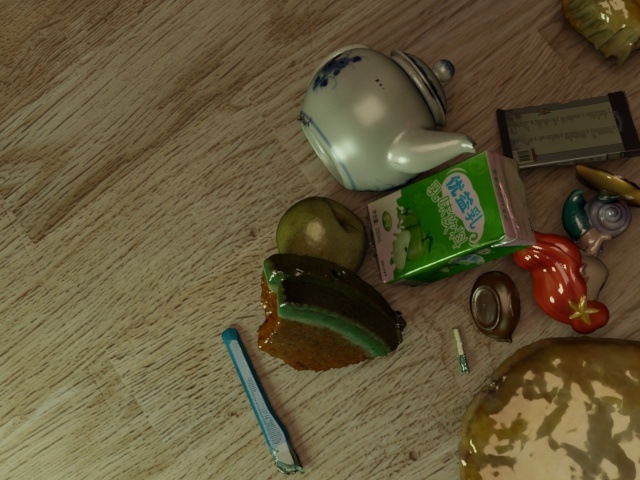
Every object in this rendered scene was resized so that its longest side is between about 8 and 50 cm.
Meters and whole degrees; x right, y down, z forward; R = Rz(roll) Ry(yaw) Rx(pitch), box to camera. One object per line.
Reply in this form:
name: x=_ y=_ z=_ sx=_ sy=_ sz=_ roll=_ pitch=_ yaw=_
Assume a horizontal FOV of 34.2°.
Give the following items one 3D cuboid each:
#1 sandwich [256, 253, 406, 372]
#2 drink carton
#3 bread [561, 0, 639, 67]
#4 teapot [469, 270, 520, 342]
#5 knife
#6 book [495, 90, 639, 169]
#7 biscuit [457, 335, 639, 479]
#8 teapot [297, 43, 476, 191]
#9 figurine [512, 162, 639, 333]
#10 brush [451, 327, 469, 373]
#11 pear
sandwich: x=-0.003 y=0.138 z=1.784 sx=0.212 sy=0.292 sz=0.109 roll=-29 pitch=39 yaw=21
drink carton: x=0.217 y=-0.032 z=1.767 sx=0.271 sy=0.108 sz=0.161 roll=-23 pitch=69 yaw=36
bread: x=0.602 y=-0.496 z=1.813 sx=0.388 sy=0.183 sz=0.236 roll=-35 pitch=94 yaw=-3
teapot: x=0.312 y=0.116 z=1.816 sx=0.098 sy=0.078 sz=0.129 roll=-6 pitch=91 yaw=49
knife: x=-0.107 y=0.291 z=1.879 sx=0.044 sy=0.026 sz=0.297 roll=-25 pitch=76 yaw=2
book: x=0.430 y=-0.188 z=1.818 sx=0.231 sy=0.026 sz=0.157 roll=-7 pitch=47 yaw=8
biscuit: x=0.448 y=0.373 z=1.708 sx=0.446 sy=0.104 sz=0.430 roll=5 pitch=82 yaw=6
teapot: x=0.114 y=-0.227 z=1.794 sx=0.280 sy=0.252 sz=0.424 roll=-35 pitch=43 yaw=-5
figurine: x=0.431 y=0.010 z=1.768 sx=0.208 sy=0.181 sz=0.257 roll=28 pitch=88 yaw=-28
brush: x=0.248 y=0.195 z=1.842 sx=0.016 sy=0.013 sz=0.084 roll=-13 pitch=79 yaw=9
pear: x=0.000 y=0.000 z=1.832 sx=0.136 sy=0.167 sz=0.167 roll=-42 pitch=77 yaw=28
